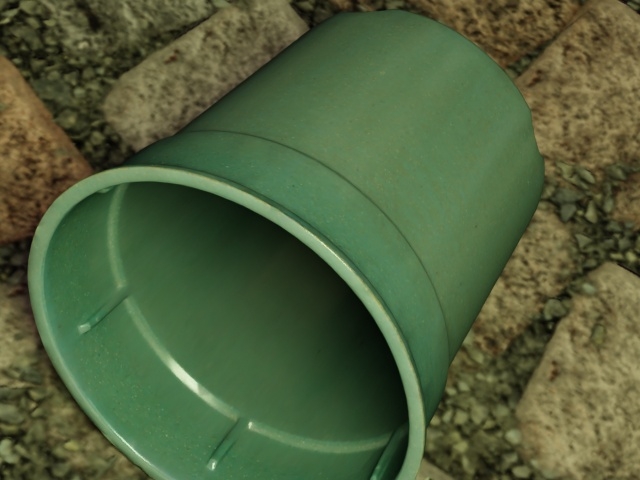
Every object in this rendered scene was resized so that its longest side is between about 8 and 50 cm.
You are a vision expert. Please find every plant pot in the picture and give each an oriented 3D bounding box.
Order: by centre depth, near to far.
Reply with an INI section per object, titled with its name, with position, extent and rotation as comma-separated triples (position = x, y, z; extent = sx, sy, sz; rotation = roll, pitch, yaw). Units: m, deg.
[plant pot]
position = 0.000, 0.000, 1.597
extent = 0.341, 0.341, 0.334
rotation = 31, 45, 9

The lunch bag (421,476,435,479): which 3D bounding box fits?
[lunch bag]
position = 0.173, 0.328, 1.411
extent = 0.256, 0.212, 0.305
rotation = 12, 55, -27
